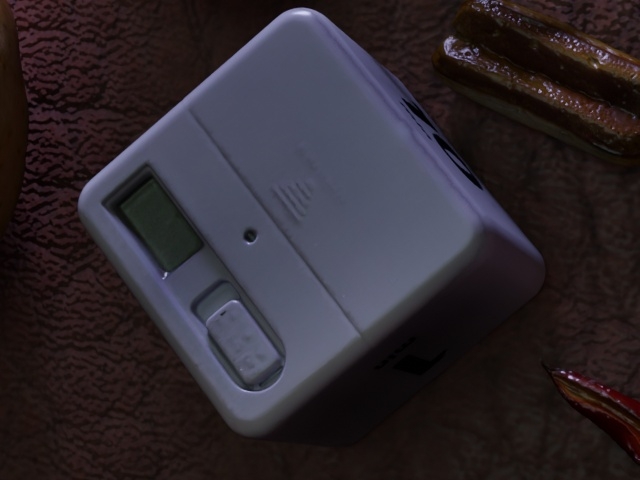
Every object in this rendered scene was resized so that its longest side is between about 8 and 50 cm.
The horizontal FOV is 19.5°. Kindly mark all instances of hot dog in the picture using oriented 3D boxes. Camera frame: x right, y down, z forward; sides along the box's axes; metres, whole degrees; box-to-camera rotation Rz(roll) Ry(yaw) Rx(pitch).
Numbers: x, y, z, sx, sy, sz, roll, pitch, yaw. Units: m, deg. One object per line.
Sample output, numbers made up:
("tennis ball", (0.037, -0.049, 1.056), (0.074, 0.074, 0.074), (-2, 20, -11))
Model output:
("hot dog", (0.153, -0.103, 1.203), (0.165, 0.045, 0.071), (27, 89, 19))

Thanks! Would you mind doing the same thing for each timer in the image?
("timer", (0.000, 0.000, 1.157), (0.194, 0.195, 0.192), (-40, 73, 9))

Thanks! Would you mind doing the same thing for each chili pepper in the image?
("chili pepper", (0.208, 0.126, 1.162), (0.178, 0.027, 0.045), (31, 88, 18))

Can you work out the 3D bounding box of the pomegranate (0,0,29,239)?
("pomegranate", (-0.355, -0.067, 1.210), (0.342, 0.342, 0.342), (-2, 82, 17))
